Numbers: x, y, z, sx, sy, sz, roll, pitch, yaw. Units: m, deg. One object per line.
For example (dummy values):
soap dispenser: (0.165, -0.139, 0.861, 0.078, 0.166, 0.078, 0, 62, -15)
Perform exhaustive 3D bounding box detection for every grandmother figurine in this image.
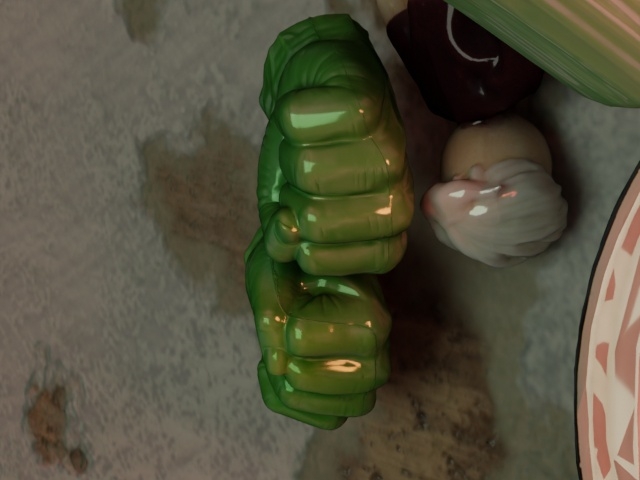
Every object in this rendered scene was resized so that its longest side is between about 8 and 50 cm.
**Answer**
grandmother figurine: (0.092, -0.152, 1.061, 0.208, 0.104, 0.342, -161, 62, -76)

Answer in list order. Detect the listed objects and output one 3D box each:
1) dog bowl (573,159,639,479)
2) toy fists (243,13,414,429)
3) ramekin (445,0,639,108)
dog bowl: (0.322, 0.082, 0.786, 0.408, 0.150, 0.408, 0, 90, 43)
toy fists: (0.000, 0.000, 1.114, 0.142, 0.096, 0.279, -113, 24, -47)
ramekin: (0.170, -0.210, 0.830, 0.303, 0.148, 0.303, -42, 26, 26)
